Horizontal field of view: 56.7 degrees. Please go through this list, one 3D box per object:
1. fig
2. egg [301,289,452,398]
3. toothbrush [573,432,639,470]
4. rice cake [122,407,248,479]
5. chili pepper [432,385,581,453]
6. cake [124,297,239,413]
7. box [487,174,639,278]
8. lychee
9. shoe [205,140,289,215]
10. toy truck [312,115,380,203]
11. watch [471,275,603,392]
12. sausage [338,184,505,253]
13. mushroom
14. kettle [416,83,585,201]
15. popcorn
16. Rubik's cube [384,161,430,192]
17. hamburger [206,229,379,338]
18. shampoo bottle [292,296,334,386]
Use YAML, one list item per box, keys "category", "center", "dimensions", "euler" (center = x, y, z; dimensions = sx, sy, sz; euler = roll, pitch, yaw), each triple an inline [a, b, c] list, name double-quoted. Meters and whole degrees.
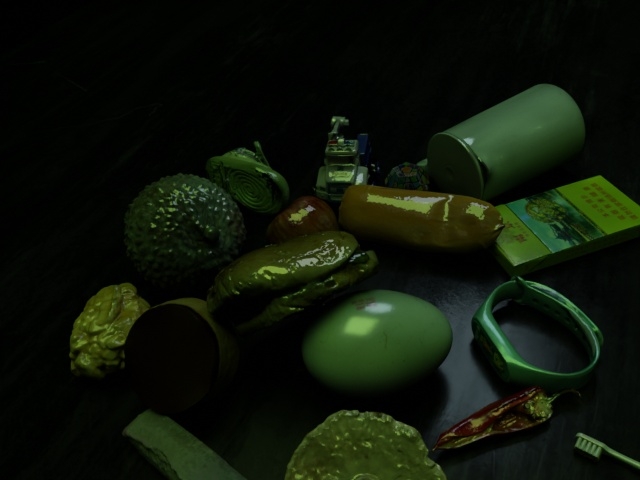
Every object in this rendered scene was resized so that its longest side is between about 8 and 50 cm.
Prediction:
- category: "fig"
  center: [-0.021, -0.013, 1.304]
  dimensions: [0.148, 0.202, 0.149]
  euler: [-32, 43, 33]
- category: "egg"
  center: [0.098, 0.174, 1.016]
  dimensions: [0.264, 0.183, 0.183]
  euler: [-5, 39, -12]
- category: "toothbrush"
  center: [0.532, 0.363, 0.837]
  dimensions: [0.342, 0.025, 0.030]
  euler: [21, 53, 30]
- category: "rice cake"
  center: [-0.180, 0.356, 0.889]
  dimensions: [0.070, 0.064, 0.399]
  euler: [-34, 32, -33]
- category: "chili pepper"
  center: [0.296, 0.285, 0.958]
  dimensions: [0.268, 0.059, 0.050]
  euler: [-20, 3, -9]
- category: "cake"
  center: [-0.229, 0.205, 1.070]
  dimensions: [0.208, 0.178, 0.185]
  euler: [38, 98, 23]
- category: "box"
  center: [0.517, -0.036, 1.290]
  dimensions: [0.335, 0.047, 0.187]
  euler: [-17, 42, -8]
- category: "lychee"
  center: [-0.292, -0.013, 1.269]
  dimensions: [0.255, 0.255, 0.274]
  euler: [-41, 16, -32]
- category: "shoe"
  center: [-0.178, -0.165, 1.491]
  dimensions: [0.262, 0.140, 0.128]
  euler: [17, 52, 32]
- category: "toy truck"
  center: [0.061, -0.188, 1.449]
  dimensions: [0.161, 0.177, 0.213]
  euler: [1, 41, 10]
- category: "watch"
  center: [0.381, 0.164, 1.065]
  dimensions: [0.195, 0.068, 0.237]
  euler: [-16, 42, -10]
- category: "sausage"
  center: [0.218, -0.043, 1.293]
  dimensions: [0.354, 0.116, 0.134]
  euler: [11, 74, 20]
- category: "mushroom"
  center: [0.089, 0.321, 0.776]
  dimensions: [0.208, 0.301, 0.233]
  euler: [-22, 71, -40]
- category: "kettle"
  center: [0.418, -0.233, 1.421]
  dimensions: [0.318, 0.205, 0.265]
  euler: [-28, 47, -17]
- category: "popcorn"
  center: [-0.396, 0.175, 1.142]
  dimensions: [0.163, 0.140, 0.194]
  euler: [4, 43, 22]
- category: "Rubik's cube"
  center: [0.208, -0.132, 1.420]
  dimensions: [0.111, 0.111, 0.093]
  euler: [-28, 71, -21]
- category: "hamburger"
  center: [-0.052, 0.064, 1.029]
  dimensions: [0.285, 0.265, 0.134]
  euler: [-24, 81, -34]
- category: "shampoo bottle"
  center: [-0.015, 0.165, 1.139]
  dimensions: [0.067, 0.068, 0.236]
  euler: [0, 39, 11]
